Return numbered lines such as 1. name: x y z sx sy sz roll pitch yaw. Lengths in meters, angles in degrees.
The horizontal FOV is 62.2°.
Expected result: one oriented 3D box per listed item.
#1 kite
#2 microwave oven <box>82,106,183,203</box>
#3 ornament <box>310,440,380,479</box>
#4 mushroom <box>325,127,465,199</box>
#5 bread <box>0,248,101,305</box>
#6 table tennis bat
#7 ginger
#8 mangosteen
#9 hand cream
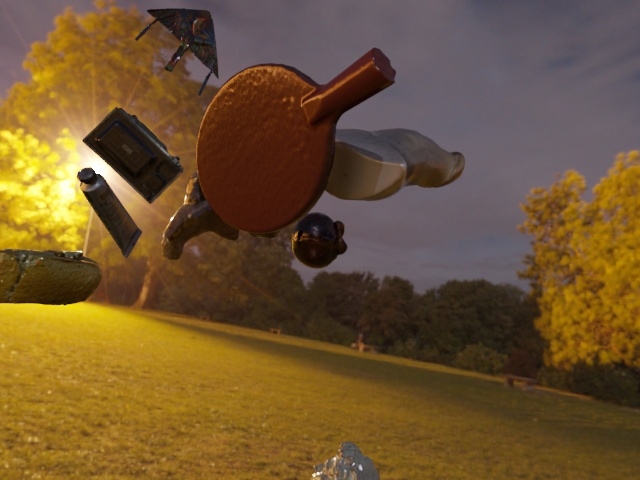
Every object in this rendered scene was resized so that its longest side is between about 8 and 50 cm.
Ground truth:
1. kite: -0.260 -0.396 1.049 0.183 0.160 0.010 40 -17 -32
2. microwave oven: -0.437 -0.207 1.266 0.205 0.129 0.163 45 -7 -20
3. ornament: -0.009 0.516 1.007 0.130 0.285 0.120 50 -8 10
4. mushroom: 0.148 -0.146 1.012 0.177 0.126 0.397 21 21 26
5. bread: -0.640 0.077 1.206 0.256 0.124 0.186 2 5 -27
6. table tennis bat: -0.061 -0.167 0.842 0.414 0.268 0.051 -27 -9 36
7. ginger: -0.154 -0.075 1.035 0.332 0.166 0.080 -13 0 -10
8. mangosteen: 0.000 0.000 1.395 0.152 0.153 0.152 7 -9 1
9. hand cream: -0.511 -0.068 1.295 0.058 0.091 0.271 6 -35 14
